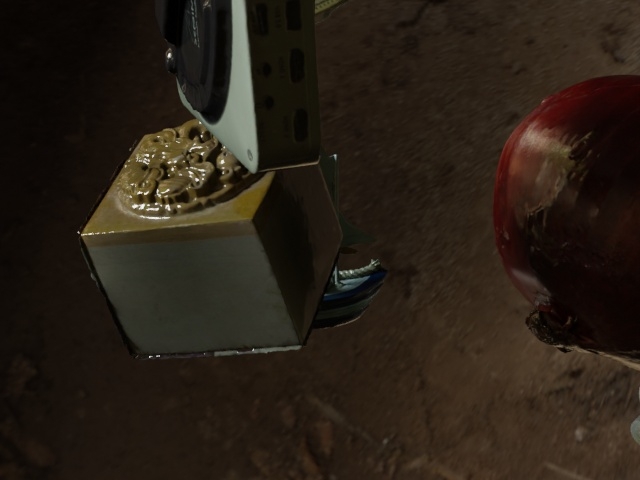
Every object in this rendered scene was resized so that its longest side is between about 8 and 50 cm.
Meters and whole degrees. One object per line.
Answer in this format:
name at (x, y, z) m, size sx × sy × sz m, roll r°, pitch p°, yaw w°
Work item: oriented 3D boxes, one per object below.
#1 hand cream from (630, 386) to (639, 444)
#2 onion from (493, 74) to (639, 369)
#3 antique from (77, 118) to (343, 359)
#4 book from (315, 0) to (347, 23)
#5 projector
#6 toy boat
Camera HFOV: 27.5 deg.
hand cream at (0.417, 0.103, 1.247) m, size 0.124 × 0.340 × 0.078 m, roll 32°, pitch 140°, yaw 42°
onion at (0.273, -0.004, 1.112) m, size 0.276 × 0.276 × 0.276 m, roll 4°, pitch 103°, yaw 18°
antique at (-0.083, -0.008, 1.005) m, size 0.152 × 0.147 × 0.148 m, roll -5°, pitch 126°, yaw 20°
book at (-0.091, -0.268, 1.292) m, size 0.192 × 0.168 × 0.013 m, roll 50°, pitch 149°, yaw 18°
projector at (-0.070, -0.196, 0.874) m, size 0.079 × 0.259 × 0.257 m, roll -9°, pitch 109°, yaw -15°
toy boat at (0.000, 0.000, 1.953) m, size 0.220 × 0.067 × 0.291 m, roll -11°, pitch 122°, yaw -17°
